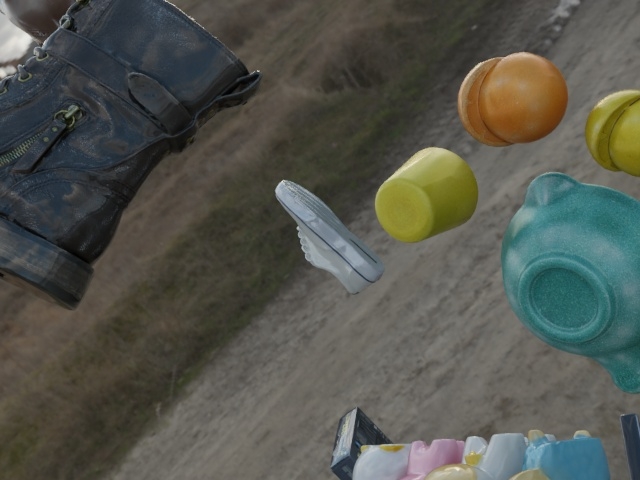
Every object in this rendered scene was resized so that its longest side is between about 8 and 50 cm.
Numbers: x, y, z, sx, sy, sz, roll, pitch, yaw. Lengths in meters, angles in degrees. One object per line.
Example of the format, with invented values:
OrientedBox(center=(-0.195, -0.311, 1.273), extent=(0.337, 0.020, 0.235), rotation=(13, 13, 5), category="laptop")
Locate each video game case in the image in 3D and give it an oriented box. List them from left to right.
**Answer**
OrientedBox(center=(0.426, 0.369, 0.941), extent=(0.026, 0.274, 0.196), rotation=(-13, 48, 23), category="video game case")

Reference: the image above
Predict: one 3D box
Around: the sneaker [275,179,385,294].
OrientedBox(center=(0.000, 0.000, 1.378), extent=(0.091, 0.258, 0.094), rotation=(-46, -3, 21), category="sneaker")

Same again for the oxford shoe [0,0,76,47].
OrientedBox(center=(-0.355, -0.305, 0.962), extent=(0.130, 0.133, 0.364), rotation=(-32, 24, -3), category="oxford shoe")

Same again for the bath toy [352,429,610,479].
OrientedBox(center=(0.133, 0.269, 0.761), extent=(0.348, 0.151, 0.129), rotation=(146, 126, -60), category="bath toy")

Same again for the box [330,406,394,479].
OrientedBox(center=(0.124, 0.484, 1.534), extent=(0.059, 0.233, 0.183), rotation=(-41, 10, 17), category="box")

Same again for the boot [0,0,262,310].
OrientedBox(center=(-0.200, -0.099, 0.509), extent=(0.229, 0.263, 0.091), rotation=(-61, 3, -18), category="boot")

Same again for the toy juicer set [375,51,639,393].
OrientedBox(center=(0.205, 0.002, 0.509), extent=(0.089, 0.329, 0.209), rotation=(-30, -23, -46), category="toy juicer set")
